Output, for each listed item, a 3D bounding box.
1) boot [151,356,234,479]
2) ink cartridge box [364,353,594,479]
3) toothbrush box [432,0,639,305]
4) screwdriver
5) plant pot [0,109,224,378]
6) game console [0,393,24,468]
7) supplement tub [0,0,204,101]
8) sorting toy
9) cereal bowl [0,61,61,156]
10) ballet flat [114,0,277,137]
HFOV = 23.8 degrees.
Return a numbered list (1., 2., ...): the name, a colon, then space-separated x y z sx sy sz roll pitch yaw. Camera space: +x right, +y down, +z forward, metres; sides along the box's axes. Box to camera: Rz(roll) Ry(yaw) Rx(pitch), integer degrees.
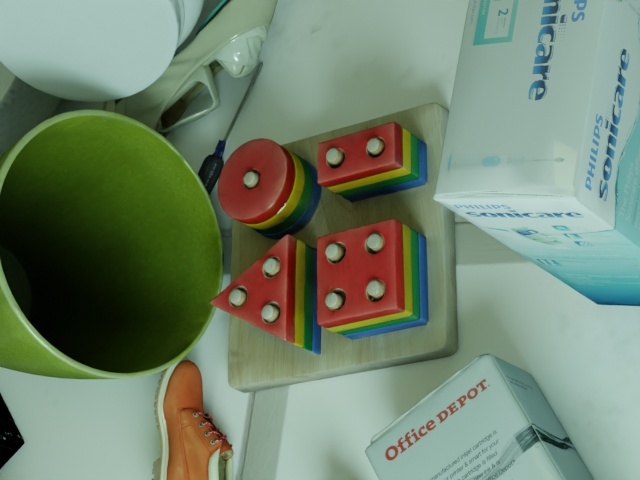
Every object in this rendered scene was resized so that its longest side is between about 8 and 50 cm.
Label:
1. boot: -0.122 0.193 1.538 0.085 0.059 0.158 -9 76 30
2. ink cartridge box: 0.153 0.225 1.303 0.153 0.087 0.208 -39 55 18
3. toothbrush box: 0.232 -0.085 1.234 0.126 0.295 0.216 1 74 36
4. screwdriver: -0.103 -0.122 1.667 0.025 0.024 0.170 18 81 10
5. plant pot: -0.300 0.031 1.617 0.293 0.275 0.274 -17 62 47
6. game console: -0.387 0.326 1.682 0.213 0.044 0.361 -47 53 12
7. supplement tub: -0.234 -0.332 1.645 0.241 0.241 0.331 -25 37 26
8. sorting toy: 0.000 0.000 1.500 0.255 0.089 0.257 -13 65 32
9. cereal bowl: -0.420 -0.217 1.855 0.339 0.141 0.339 -14 64 32
10. ballet flat: -0.120 -0.193 1.681 0.248 0.086 0.086 -39 54 19
